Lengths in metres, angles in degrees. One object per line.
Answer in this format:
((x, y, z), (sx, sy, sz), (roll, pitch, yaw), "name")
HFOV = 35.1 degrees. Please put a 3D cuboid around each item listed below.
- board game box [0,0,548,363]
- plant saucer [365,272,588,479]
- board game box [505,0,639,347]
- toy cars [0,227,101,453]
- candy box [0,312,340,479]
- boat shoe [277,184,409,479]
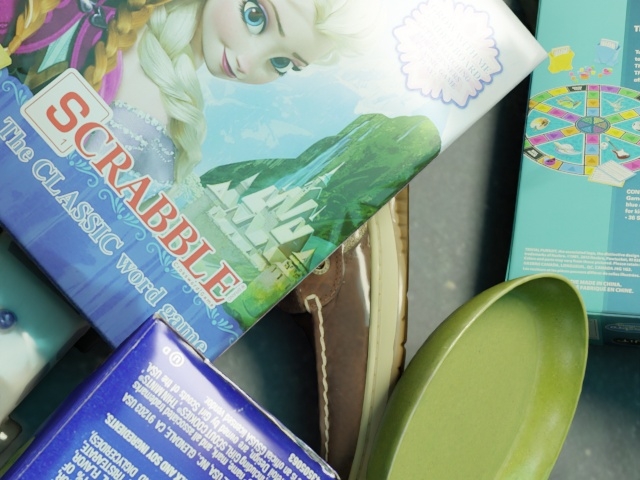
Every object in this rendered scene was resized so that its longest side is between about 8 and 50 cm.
((-0.081, -0.126, 0.605), (0.318, 0.066, 0.319), (-43, 94, -13), "board game box")
((0.103, 0.129, 0.684), (0.241, 0.037, 0.241), (-28, 129, -40), "plant saucer")
((0.291, -0.082, 0.794), (0.253, 0.079, 0.336), (4, 68, 19), "board game box")
((-0.284, 0.060, 0.559), (0.393, 0.087, 0.177), (-5, 78, -26), "toy cars")
((-0.163, 0.212, 0.469), (0.122, 0.268, 0.317), (42, 63, -4), "candy box")
((0.000, 0.000, 0.709), (0.123, 0.123, 0.342), (0, 85, 6), "boat shoe")
